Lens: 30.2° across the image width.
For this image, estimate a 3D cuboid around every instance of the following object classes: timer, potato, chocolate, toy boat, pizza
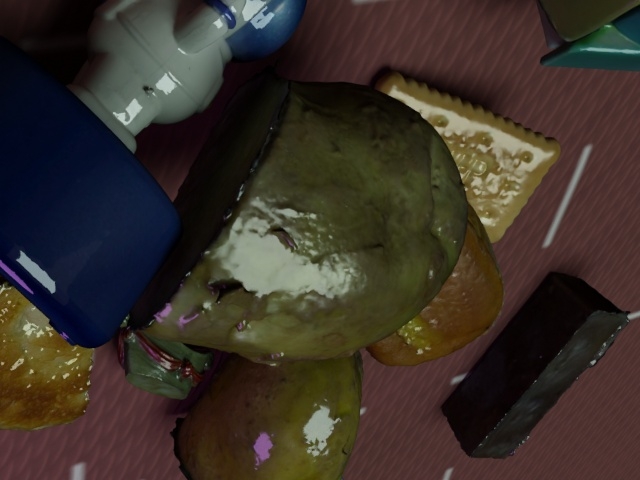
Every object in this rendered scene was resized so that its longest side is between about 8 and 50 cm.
[{"bbox_3d":[-0.156,-0.130,0.985,0.383,0.270,0.270,-47,145,-11],"label":"timer"},{"bbox_3d":[-0.036,0.203,1.437,0.229,0.229,0.266,3,131,-42],"label":"potato"},{"bbox_3d":[0.000,0.000,1.071,0.237,0.301,0.289,31,99,-16],"label":"potato"},{"bbox_3d":[0.322,0.188,1.808,0.112,0.112,0.321,13,121,-45],"label":"chocolate"},{"bbox_3d":[-0.183,0.135,1.360,0.089,0.071,0.185,-5,155,28],"label":"toy boat"},{"bbox_3d":[-0.310,0.089,1.189,0.226,0.086,0.335,-43,145,-2],"label":"pizza"}]

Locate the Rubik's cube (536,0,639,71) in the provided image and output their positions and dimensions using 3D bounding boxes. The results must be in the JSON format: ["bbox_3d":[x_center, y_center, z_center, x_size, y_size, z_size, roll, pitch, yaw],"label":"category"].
[{"bbox_3d":[0.376,-0.316,1.126,0.358,0.368,0.387,-32,-176,-13],"label":"Rubik's cube"}]

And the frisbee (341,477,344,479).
[{"bbox_3d":[-0.074,0.399,1.727,0.242,0.045,0.242,-9,125,-13],"label":"frisbee"}]

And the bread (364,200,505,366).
[{"bbox_3d":[0.079,0.018,1.311,0.204,0.156,0.288,-24,132,14],"label":"bread"}]

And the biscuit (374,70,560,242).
[{"bbox_3d":[0.141,-0.088,1.356,0.249,0.030,0.160,20,120,-25],"label":"biscuit"}]
